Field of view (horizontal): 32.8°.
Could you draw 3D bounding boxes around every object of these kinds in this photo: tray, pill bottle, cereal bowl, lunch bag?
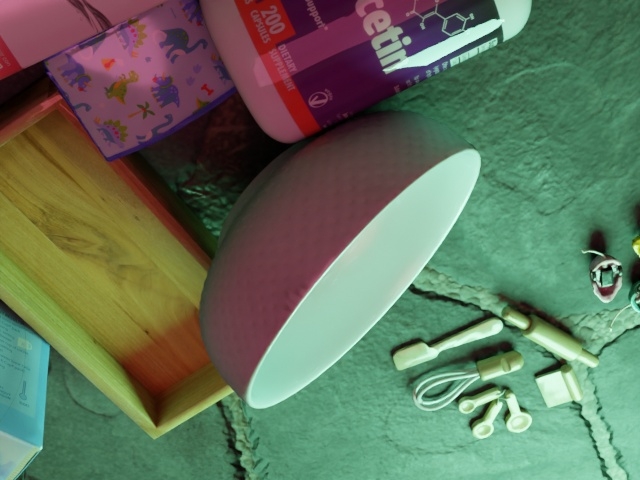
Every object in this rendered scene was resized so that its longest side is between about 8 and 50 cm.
[{"bbox_3d":[-0.226,0.028,1.177,0.203,0.076,0.411,-32,122,11],"label":"tray"},{"bbox_3d":[0.063,-0.231,0.993,0.323,0.181,0.181,-26,124,7],"label":"pill bottle"},{"bbox_3d":[0.000,0.000,1.095,0.141,0.339,0.339,41,115,15],"label":"cereal bowl"},{"bbox_3d":[-0.173,-0.165,1.031,0.151,0.096,0.129,-37,122,-13],"label":"lunch bag"}]

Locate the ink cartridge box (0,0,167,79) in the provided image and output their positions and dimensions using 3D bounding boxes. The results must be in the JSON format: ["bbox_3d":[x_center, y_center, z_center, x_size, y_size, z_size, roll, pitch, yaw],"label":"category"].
[{"bbox_3d":[-0.221,-0.239,0.949,0.218,0.158,0.092,-25,122,7],"label":"ink cartridge box"}]

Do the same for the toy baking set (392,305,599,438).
[{"bbox_3d":[0.226,0.170,1.378,0.256,0.030,0.197,33,112,-27],"label":"toy baking set"}]

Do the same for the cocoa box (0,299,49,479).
[{"bbox_3d":[-0.481,0.138,1.105,0.347,0.231,0.228,32,112,-27],"label":"cocoa box"}]

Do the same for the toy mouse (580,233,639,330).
[{"bbox_3d":[0.376,0.046,1.323,0.161,0.031,0.143,7,121,-14],"label":"toy mouse"}]
